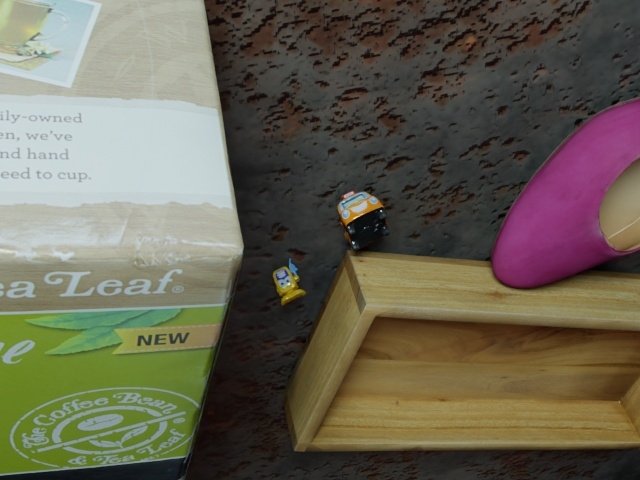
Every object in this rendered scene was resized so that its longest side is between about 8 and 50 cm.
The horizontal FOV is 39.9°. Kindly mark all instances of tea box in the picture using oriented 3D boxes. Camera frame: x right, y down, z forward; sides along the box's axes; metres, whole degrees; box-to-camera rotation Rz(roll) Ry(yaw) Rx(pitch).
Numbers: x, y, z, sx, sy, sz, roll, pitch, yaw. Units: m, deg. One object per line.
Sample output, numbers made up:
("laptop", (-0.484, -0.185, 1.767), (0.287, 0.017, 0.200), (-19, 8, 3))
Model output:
("tea box", (-0.237, 0.015, 0.491), (0.329, 0.220, 0.323), (-1, 143, -16))

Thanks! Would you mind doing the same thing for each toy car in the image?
("toy car", (0.000, 0.000, 0.705), (0.122, 0.040, 0.060), (-33, 155, 13))

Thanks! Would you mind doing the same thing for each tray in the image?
("tray", (0.189, 0.116, 0.856), (0.411, 0.076, 0.203), (4, 132, -22))

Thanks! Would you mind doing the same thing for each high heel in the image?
("high heel", (0.301, -0.040, 0.656), (0.377, 0.181, 0.127), (-41, 131, 23))
